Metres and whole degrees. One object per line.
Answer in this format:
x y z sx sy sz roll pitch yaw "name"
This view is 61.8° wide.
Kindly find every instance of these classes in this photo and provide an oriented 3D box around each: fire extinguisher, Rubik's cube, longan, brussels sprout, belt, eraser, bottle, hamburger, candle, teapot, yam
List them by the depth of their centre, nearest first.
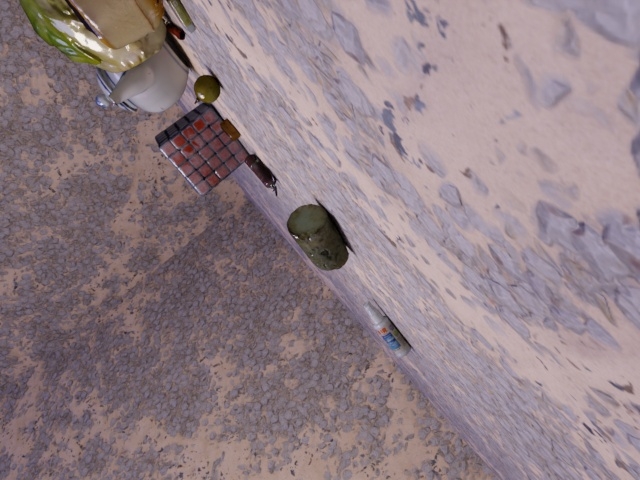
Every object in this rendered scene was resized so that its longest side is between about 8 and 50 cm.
-0.405 -0.500 0.964 0.300 0.176 0.300 51 173 8 "hamburger"
-0.282 -0.457 1.070 0.038 0.019 0.083 45 172 34 "eraser"
-0.542 -0.553 1.257 0.344 0.268 0.344 43 169 11 "brussels sprout"
-0.365 -0.519 1.316 0.167 0.021 0.026 44 171 46 "candle"
-0.290 -0.374 1.343 0.075 0.083 0.075 40 175 4 "longan"
0.000 0.000 1.362 0.107 0.107 0.194 46 174 38 "yam"
-0.533 -0.474 1.538 0.252 0.280 0.424 52 -173 -29 "teapot"
-0.185 -0.220 1.736 0.157 0.045 0.078 50 153 21 "fire extinguisher"
-0.294 -0.356 1.737 0.083 0.036 0.059 49 175 28 "belt"
0.216 0.289 1.769 0.217 0.060 0.060 53 174 -7 "bottle"
-0.434 -0.335 1.942 0.237 0.238 0.237 55 172 -28 "Rubik's cube"
